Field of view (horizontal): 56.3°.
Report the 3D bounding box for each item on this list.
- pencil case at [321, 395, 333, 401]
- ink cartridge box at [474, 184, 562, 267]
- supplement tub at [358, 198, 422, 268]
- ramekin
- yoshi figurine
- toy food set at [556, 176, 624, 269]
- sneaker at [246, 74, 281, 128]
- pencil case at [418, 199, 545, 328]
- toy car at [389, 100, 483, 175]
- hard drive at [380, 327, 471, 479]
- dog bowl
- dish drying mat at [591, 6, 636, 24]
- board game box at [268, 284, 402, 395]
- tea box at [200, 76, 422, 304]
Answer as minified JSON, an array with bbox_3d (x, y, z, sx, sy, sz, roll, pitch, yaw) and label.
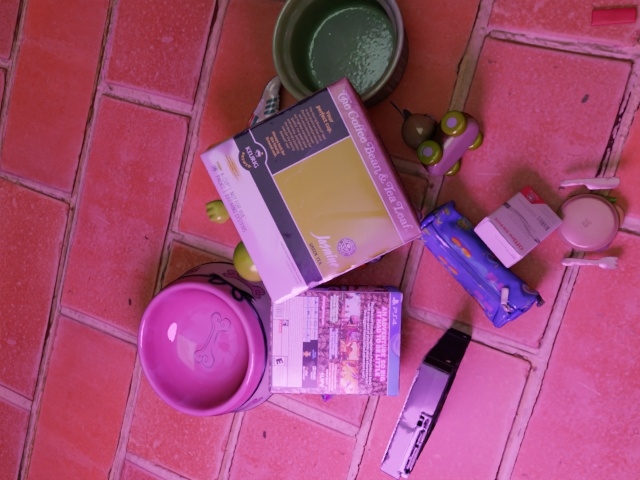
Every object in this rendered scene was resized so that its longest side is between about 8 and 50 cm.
[{"bbox_3d":[-0.014,0.322,1.478,0.064,0.070,0.151,-44,79,17],"label":"pencil case"},{"bbox_3d":[0.415,-0.030,1.257,0.151,0.063,0.109,-34,78,-26],"label":"ink cartridge box"},{"bbox_3d":[0.131,-0.030,1.379,0.190,0.117,0.117,-46,78,16],"label":"supplement tub"},{"bbox_3d":[0.056,-0.439,1.366,0.304,0.148,0.303,1,93,20],"label":"ramekin"},{"bbox_3d":[-0.173,-0.053,1.441,0.204,0.203,0.362,-17,75,-19],"label":"yoshi figurine"},{"bbox_3d":[0.568,-0.039,1.264,0.133,0.039,0.191,2,99,27],"label":"toy food set"},{"bbox_3d":[-0.119,-0.331,1.495,0.075,0.057,0.161,30,102,-1],"label":"sneaker"},{"bbox_3d":[0.336,0.053,1.300,0.119,0.133,0.306,-44,77,17],"label":"pencil case"},{"bbox_3d":[0.239,-0.249,1.318,0.188,0.155,0.149,46,107,25],"label":"toy car"},{"bbox_3d":[0.227,0.325,1.246,0.064,0.339,0.236,22,101,18],"label":"hard drive"},{"bbox_3d":[-0.288,0.264,1.535,0.408,0.150,0.407,1,93,21],"label":"dog bowl"},{"bbox_3d":[0.606,-0.463,1.235,0.083,0.008,0.032,3,93,21],"label":"dish drying mat"},{"bbox_3d":[0.032,0.221,1.367,0.291,0.141,0.231,2,93,0],"label":"board game box"},{"bbox_3d":[-0.006,-0.100,1.213,0.324,0.220,0.328,-25,93,11],"label":"tea box"}]
